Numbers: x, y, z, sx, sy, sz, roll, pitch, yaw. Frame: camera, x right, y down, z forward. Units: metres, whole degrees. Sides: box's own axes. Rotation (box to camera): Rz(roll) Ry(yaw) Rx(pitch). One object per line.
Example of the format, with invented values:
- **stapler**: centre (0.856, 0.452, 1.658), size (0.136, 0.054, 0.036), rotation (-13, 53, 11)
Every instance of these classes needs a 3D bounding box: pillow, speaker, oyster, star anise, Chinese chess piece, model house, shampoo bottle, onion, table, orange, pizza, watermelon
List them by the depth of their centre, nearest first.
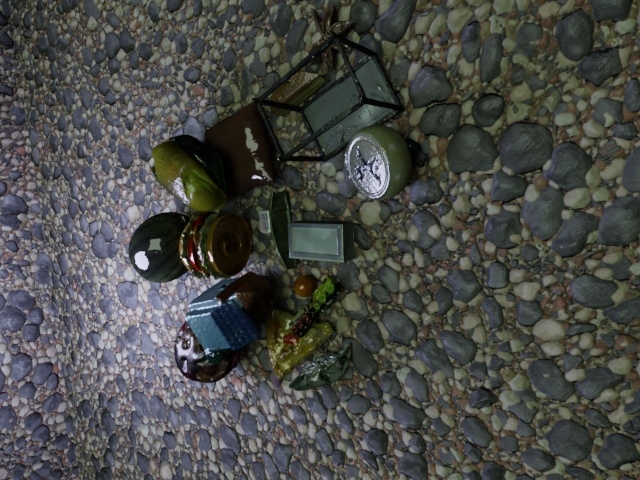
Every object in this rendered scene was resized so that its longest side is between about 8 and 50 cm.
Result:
- **speaker**: centre (0.279, -0.261, 1.396), size (0.094, 0.060, 0.075), rotation (29, 118, -11)
- **Chinese chess piece**: centre (0.171, -0.234, 1.396), size (0.237, 0.092, 0.238), rotation (39, 141, 41)
- **table**: centre (0.021, -0.413, 1.405), size (0.335, 0.272, 0.222), rotation (-29, 81, 34)
- **star anise**: centre (0.036, -0.653, 1.489), size (0.171, 0.063, 0.208), rotation (9, 99, 28)
- **oyster**: centre (-0.006, 0.474, 1.653), size (0.087, 0.199, 0.252), rotation (-101, 21, -51)
- **orange**: centre (-0.057, 0.165, 1.666), size (0.083, 0.083, 0.084), rotation (6, 101, 33)
- **model house**: centre (-0.280, 0.252, 1.683), size (0.329, 0.295, 0.252), rotation (-26, 99, 40)
- **pizza**: centre (-0.083, 0.348, 1.699), size (0.287, 0.075, 0.280), rotation (-23, 72, 25)
- **pillow**: centre (-0.304, -0.325, 1.734), size (0.307, 0.108, 0.306), rotation (-16, 89, 40)
- **shampoo bottle**: centre (-0.199, -0.068, 1.746), size (0.072, 0.043, 0.099), rotation (1, 99, 34)
- **onion**: centre (-0.450, 0.433, 1.896), size (0.313, 0.232, 0.314), rotation (-11, 67, 26)
- **watermelon**: centre (-0.639, 0.023, 1.915), size (0.359, 0.278, 0.279), rotation (-33, 79, 30)

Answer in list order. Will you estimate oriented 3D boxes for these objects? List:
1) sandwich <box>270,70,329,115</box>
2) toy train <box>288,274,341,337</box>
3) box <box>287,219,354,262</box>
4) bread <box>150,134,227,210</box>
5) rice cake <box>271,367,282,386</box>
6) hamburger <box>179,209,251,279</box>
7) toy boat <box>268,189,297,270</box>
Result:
- **sandwich**: centre (-0.089, -0.523, 1.572), size (0.244, 0.090, 0.088), rotation (-26, 85, 34)
- **toy train**: centre (-0.025, 0.237, 1.628), size (0.250, 0.053, 0.085), rotation (-50, 48, 12)
- **box**: centre (0.000, 0.000, 1.598), size (0.225, 0.086, 0.130), rotation (3, 99, 33)
- **bread**: centre (-0.499, -0.256, 1.744), size (0.376, 0.208, 0.251), rotation (33, 138, 45)
- **rice cake**: centre (-0.155, 0.484, 1.809), size (0.047, 0.036, 0.207), rotation (29, 112, 32)
- **hamburger**: centre (-0.419, 0.017, 1.774), size (0.212, 0.274, 0.275), rotation (0, 97, 30)
- **toy boat**: centre (-0.142, -0.036, 1.687), size (0.055, 0.093, 0.293), rotation (-6, 94, 53)
